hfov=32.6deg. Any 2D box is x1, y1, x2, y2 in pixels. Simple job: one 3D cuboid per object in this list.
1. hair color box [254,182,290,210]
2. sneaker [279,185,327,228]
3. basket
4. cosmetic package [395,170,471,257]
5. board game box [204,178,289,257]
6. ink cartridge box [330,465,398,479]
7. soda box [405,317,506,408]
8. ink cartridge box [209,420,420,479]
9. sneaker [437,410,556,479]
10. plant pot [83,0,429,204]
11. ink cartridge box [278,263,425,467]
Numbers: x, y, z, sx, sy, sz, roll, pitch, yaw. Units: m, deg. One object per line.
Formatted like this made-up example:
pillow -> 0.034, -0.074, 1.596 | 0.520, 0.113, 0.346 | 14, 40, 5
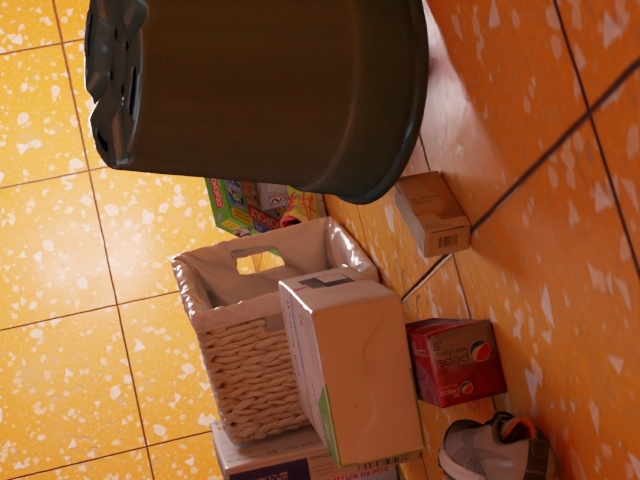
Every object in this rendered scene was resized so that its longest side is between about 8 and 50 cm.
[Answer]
hair color box -> -0.093, -0.240, 2.258 | 0.374, 0.113, 0.185 | 96, 159, -61
sneaker -> -0.041, -0.054, 2.202 | 0.081, 0.094, 0.208 | 106, 152, -41
basket -> -0.070, 0.150, 1.973 | 0.331, 0.328, 0.266 | -125, 23, -67
cosmetic package -> 0.134, -0.033, 1.318 | 0.115, 0.060, 0.041 | -115, 17, -49
board game box -> -0.142, -0.081, 2.425 | 0.317, 0.046, 0.213 | 28, -142, -53
ink cartridge box -> 0.075, 0.494, 2.086 | 0.086, 0.148, 0.203 | -122, 21, -69
soda box -> 0.149, 0.151, 1.390 | 0.263, 0.083, 0.092 | 156, 102, -81
ink cartridge box -> -0.022, 0.354, 1.937 | 0.330, 0.324, 0.071 | -164, 63, -80
sneaker -> 0.203, 0.236, 1.207 | 0.271, 0.100, 0.108 | -148, 71, -82
plant pot -> -0.097, -0.213, 1.340 | 0.341, 0.334, 0.341 | 5, 95, 64
ink cartridge box -> 0.028, 0.155, 1.495 | 0.353, 0.119, 0.207 | -152, 51, -79
